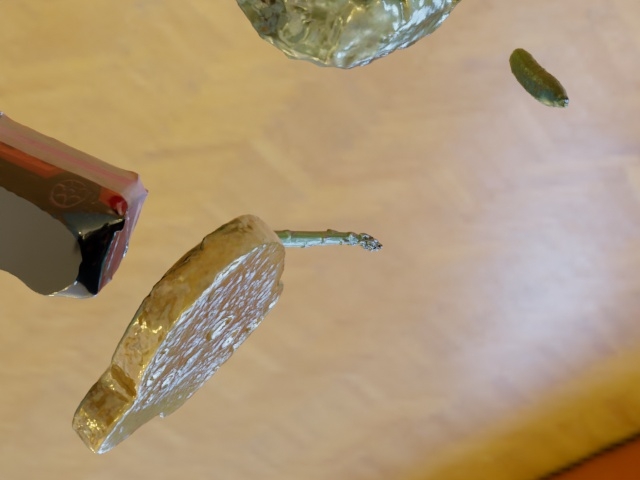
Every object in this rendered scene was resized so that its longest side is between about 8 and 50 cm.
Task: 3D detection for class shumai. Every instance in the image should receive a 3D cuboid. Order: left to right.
[{"bbox_3d":[0.056,-0.360,1.752,0.292,0.330,0.288,30,150,-7],"label":"shumai"}]

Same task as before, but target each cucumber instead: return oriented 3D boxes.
[{"bbox_3d":[0.265,-0.189,2.088,0.037,0.155,0.037,-10,123,-16],"label":"cucumber"}]

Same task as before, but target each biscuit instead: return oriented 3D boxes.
[{"bbox_3d":[-0.146,0.098,1.770,0.057,0.287,0.344,41,172,11],"label":"biscuit"}]

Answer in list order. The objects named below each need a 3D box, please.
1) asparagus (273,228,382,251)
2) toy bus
[{"bbox_3d":[0.000,0.000,2.106,0.025,0.024,0.248,-46,154,27],"label":"asparagus"},{"bbox_3d":[-0.342,-0.053,1.845,0.303,0.147,0.127,24,119,8],"label":"toy bus"}]
